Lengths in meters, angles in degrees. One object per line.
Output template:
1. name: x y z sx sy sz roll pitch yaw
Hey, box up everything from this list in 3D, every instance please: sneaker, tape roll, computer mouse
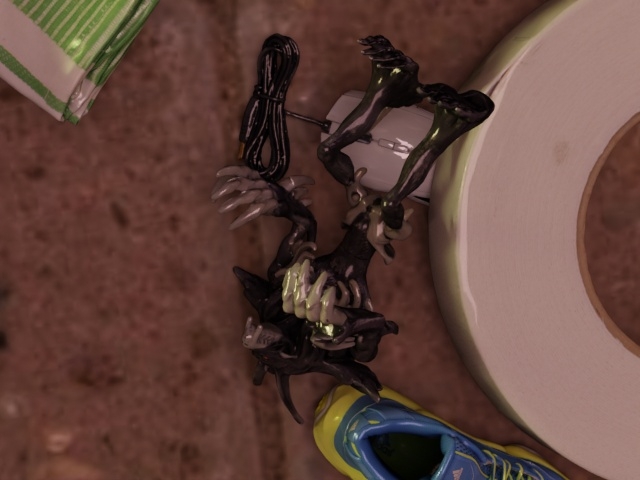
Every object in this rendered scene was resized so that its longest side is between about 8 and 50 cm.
1. sneaker: 0.106 0.183 1.277 0.240 0.126 0.091 25 91 -9
2. tape roll: 0.268 -0.011 1.292 0.392 0.072 0.392 -1 96 -14
3. computer mouse: 0.039 -0.075 1.289 0.193 0.042 0.106 15 91 -9

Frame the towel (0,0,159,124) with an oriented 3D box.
1. towel: -0.165 -0.273 1.170 0.248 0.038 0.325 38 103 11

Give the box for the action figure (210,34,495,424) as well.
1. action figure: 0.000 0.000 1.211 0.141 0.164 0.275 7 117 -47
